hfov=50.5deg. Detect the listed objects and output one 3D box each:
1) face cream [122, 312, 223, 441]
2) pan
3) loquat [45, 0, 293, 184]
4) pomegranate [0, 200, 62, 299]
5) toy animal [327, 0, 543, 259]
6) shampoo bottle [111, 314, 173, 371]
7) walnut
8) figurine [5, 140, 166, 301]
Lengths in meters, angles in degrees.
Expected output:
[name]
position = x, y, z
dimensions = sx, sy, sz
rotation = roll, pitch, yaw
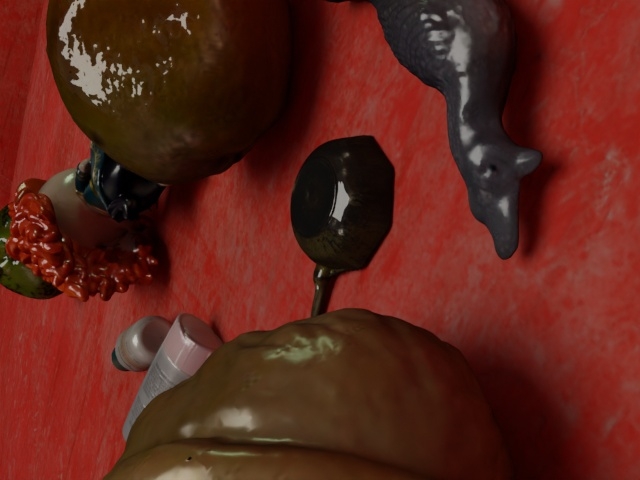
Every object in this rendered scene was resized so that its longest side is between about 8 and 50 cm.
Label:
[face cream]
position = -0.200, 0.195, 0.908
dimensions = 0.084, 0.057, 0.198
rotation = 42, 112, 26
[pan]
position = 0.009, 0.000, 0.639
dimensions = 0.128, 0.048, 0.201
rotation = -6, 80, 57
[loquat]
position = -0.157, -0.211, 0.766
dimensions = 0.276, 0.276, 0.283
rotation = -20, 93, 56
[pomegranate]
position = -0.657, 0.014, 1.562
dimensions = 0.277, 0.204, 0.221
rotation = 17, 101, 58
[toy animal]
position = 0.088, -0.186, 0.506
dimensions = 0.205, 0.081, 0.367
rotation = 110, 147, -41
[shampoo bottle]
position = -0.286, 0.170, 1.059
dimensions = 0.192, 0.074, 0.074
rotation = -30, 60, 52
[walnut]
position = -0.001, 0.188, 0.424
dimensions = 0.285, 0.285, 0.296
rotation = -43, 28, 47
[figurine]
position = -0.340, -0.079, 1.079
dimensions = 0.411, 0.241, 0.306
rotation = -56, 49, 21
